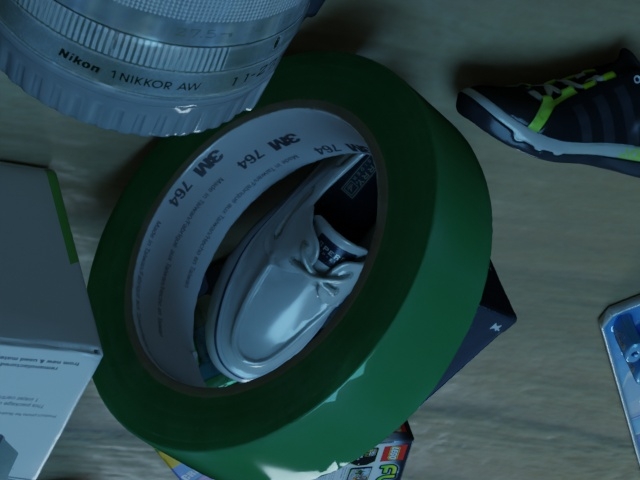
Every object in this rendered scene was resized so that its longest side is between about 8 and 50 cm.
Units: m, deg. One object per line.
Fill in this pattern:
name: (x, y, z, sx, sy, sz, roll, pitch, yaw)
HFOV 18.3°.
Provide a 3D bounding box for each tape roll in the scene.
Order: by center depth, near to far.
tape roll: (-0.029, 0.019, 1.446, 0.321, 0.321, 0.077, -35, 137, 17)

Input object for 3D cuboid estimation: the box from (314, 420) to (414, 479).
box: (0.013, 0.250, 1.925, 0.114, 0.036, 0.207, -3, 136, -18)

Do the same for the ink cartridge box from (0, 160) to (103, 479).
ink cartridge box: (-0.283, 0.099, 1.527, 0.115, 0.198, 0.273, 7, 132, -29)

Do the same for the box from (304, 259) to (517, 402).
box: (0.058, 0.044, 1.629, 0.093, 0.158, 0.156, 23, 123, -38)

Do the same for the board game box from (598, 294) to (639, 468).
board game box: (0.495, 0.129, 1.970, 0.390, 0.050, 0.390, -22, 139, 2)

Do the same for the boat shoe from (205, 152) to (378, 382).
boat shoe: (0.000, 0.000, 1.539, 0.095, 0.084, 0.258, 32, 88, -15)

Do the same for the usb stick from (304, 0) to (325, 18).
usb stick: (0.025, -0.265, 1.369, 0.077, 0.045, 0.278, 10, 131, -31)

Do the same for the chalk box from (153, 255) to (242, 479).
chalk box: (-0.090, 0.112, 1.667, 0.132, 0.132, 0.213, -25, 137, 6)

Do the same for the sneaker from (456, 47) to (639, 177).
sneaker: (0.215, -0.114, 1.601, 0.235, 0.084, 0.097, 9, 107, -30)

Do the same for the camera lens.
camera lens: (-0.091, -0.230, 1.231, 0.219, 0.219, 0.274, 3, 134, -24)
